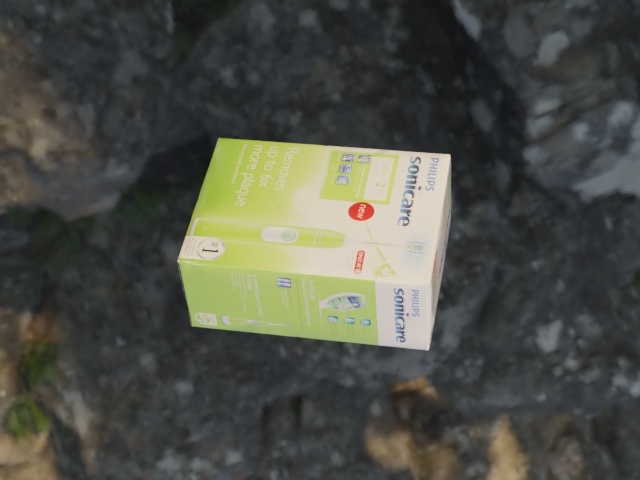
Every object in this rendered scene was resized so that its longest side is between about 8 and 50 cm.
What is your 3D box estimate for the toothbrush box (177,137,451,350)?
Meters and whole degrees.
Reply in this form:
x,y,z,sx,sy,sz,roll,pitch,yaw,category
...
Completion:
x,y,z,sx,sy,sz,roll,pitch,yaw,category
0.000,0.000,1.563,0.283,0.206,0.122,6,138,10,toothbrush box
